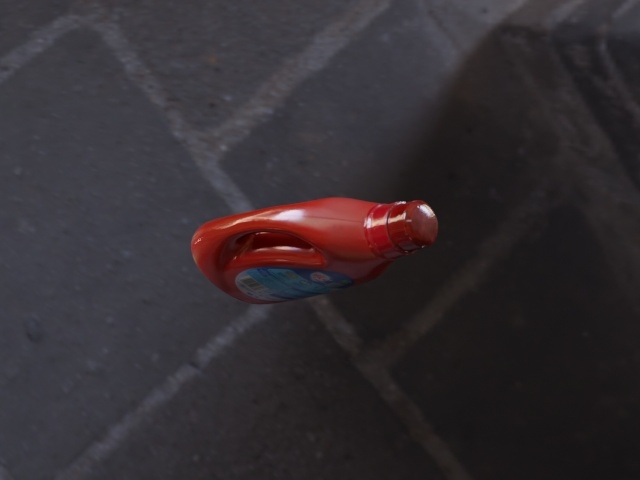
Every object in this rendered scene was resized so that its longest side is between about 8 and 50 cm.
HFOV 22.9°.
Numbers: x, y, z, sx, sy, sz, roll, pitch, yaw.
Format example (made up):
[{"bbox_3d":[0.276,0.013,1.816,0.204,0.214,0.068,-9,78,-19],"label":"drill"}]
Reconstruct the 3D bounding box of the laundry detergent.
[{"bbox_3d":[0.000,0.000,0.973,0.097,0.165,0.049,23,64,-38],"label":"laundry detergent"}]
